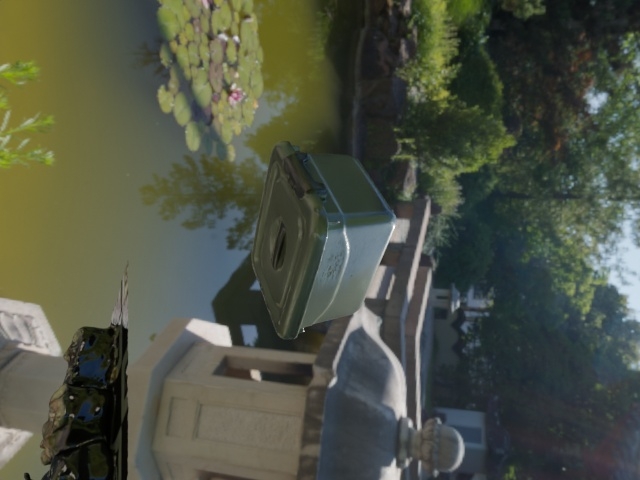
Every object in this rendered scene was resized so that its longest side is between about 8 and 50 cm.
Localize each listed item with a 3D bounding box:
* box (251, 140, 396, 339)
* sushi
[{"bbox_3d":[0.000,0.000,0.510,0.172,0.093,0.124,108,-33,-43],"label":"box"},{"bbox_3d":[-0.335,0.249,0.712,0.296,0.100,0.373,-57,-143,41],"label":"sushi"}]
